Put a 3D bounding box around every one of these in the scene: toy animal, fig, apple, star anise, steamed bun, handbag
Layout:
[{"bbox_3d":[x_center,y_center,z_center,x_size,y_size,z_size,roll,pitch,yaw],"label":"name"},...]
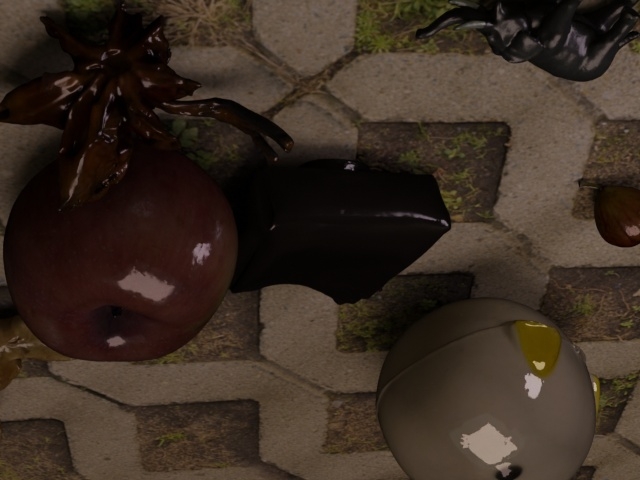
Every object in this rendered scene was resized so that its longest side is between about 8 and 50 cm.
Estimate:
[{"bbox_3d":[0.256,-0.257,1.430,0.269,0.082,0.137,8,137,-24],"label":"toy animal"},{"bbox_3d":[0.418,-0.049,1.749,0.089,0.089,0.125,-34,117,26],"label":"fig"},{"bbox_3d":[-0.244,0.023,1.525,0.306,0.235,0.306,-4,142,-3],"label":"apple"},{"bbox_3d":[-0.198,-0.138,1.378,0.346,0.237,0.148,5,172,-12],"label":"star anise"},{"bbox_3d":[0.256,0.253,1.895,0.334,0.334,0.374,-26,145,18],"label":"steamed bun"},{"bbox_3d":[0.000,0.000,1.666,0.285,0.113,0.257,2,147,-28],"label":"handbag"}]

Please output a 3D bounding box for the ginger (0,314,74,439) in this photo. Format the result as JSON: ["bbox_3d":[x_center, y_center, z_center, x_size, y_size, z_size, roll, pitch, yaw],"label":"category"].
[{"bbox_3d":[-0.527,0.164,1.750,0.363,0.122,0.348,-32,136,33],"label":"ginger"}]
